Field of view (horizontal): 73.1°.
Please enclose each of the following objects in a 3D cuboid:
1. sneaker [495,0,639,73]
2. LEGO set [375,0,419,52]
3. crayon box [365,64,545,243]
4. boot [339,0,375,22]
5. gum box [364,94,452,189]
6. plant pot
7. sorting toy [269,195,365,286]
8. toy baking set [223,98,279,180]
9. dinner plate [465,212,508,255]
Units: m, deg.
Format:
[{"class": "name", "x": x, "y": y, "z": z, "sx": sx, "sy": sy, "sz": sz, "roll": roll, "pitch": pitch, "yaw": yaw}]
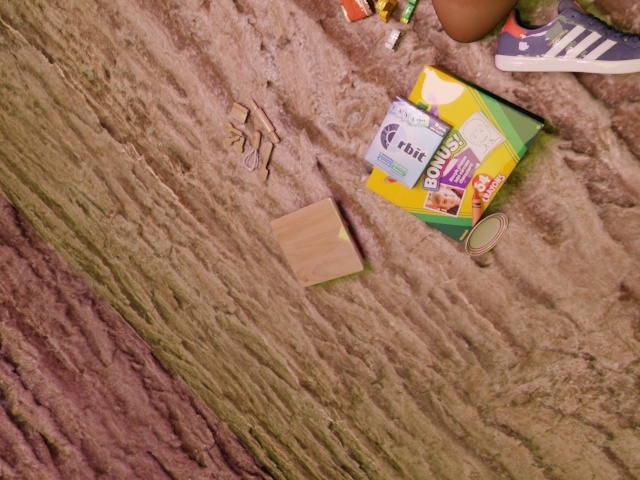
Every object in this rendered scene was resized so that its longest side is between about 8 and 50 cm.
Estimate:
[{"class": "sneaker", "x": 0.562, "y": -0.440, "z": 0.918, "sx": 0.350, "sy": 0.131, "sz": 0.148, "roll": 10, "pitch": 121, "yaw": 24}, {"class": "LEGO set", "x": 0.193, "y": -0.592, "z": 1.067, "sx": 0.087, "sy": 0.093, "sz": 0.227, "roll": 35, "pitch": 124, "yaw": 10}, {"class": "crayon box", "x": 0.339, "y": -0.225, "z": 1.149, "sx": 0.313, "sy": 0.106, "sz": 0.362, "roll": 32, "pitch": 123, "yaw": 12}, {"class": "boot", "x": 0.077, "y": -0.654, "z": 1.125, "sx": 0.085, "sy": 0.059, "sz": 0.157, "roll": -10, "pitch": 108, "yaw": 36}, {"class": "gum box", "x": 0.221, "y": -0.251, "z": 1.114, "sx": 0.157, "sy": 0.041, "sz": 0.184, "roll": 37, "pitch": 124, "yaw": 14}, {"class": "plant pot", "x": 0.327, "y": -0.546, "z": 0.909, "sx": 0.237, "sy": 0.254, "sz": 0.237, "roll": -2, "pitch": 81, "yaw": 10}, {"class": "sorting toy", "x": 0.000, "y": 0.000, "z": 1.440, "sx": 0.257, "sy": 0.089, "sz": 0.255, "roll": -19, "pitch": 102, "yaw": 33}, {"class": "toy baking set", "x": -0.224, "y": -0.337, "z": 1.446, "sx": 0.197, "sy": 0.030, "sz": 0.256, "roll": -36, "pitch": 92, "yaw": 38}, {"class": "dinner plate", "x": 0.451, "y": -0.018, "z": 1.182, "sx": 0.017, "sy": 0.141, "sz": 0.141, "roll": 56, "pitch": 136, "yaw": 44}]
